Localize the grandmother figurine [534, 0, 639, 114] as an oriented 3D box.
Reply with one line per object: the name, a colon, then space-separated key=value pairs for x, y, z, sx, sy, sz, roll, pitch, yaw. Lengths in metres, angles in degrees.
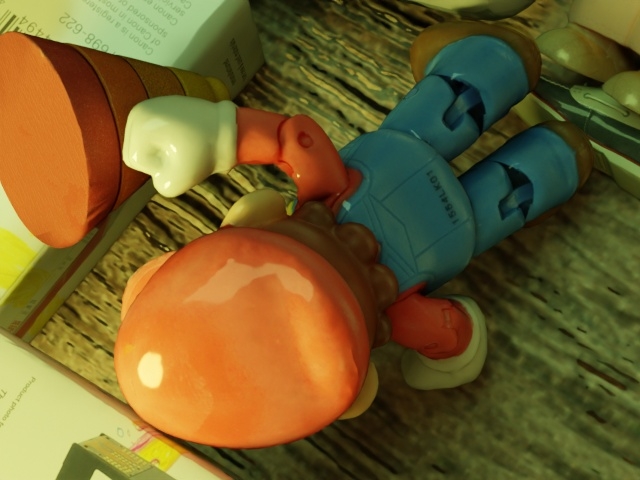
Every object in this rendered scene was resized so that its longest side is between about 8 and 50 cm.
grandmother figurine: x=0.240 y=-0.240 z=1.042 sx=0.208 sy=0.104 sz=0.342 roll=37 pitch=108 yaw=32

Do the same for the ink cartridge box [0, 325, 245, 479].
ink cartridge box: x=-0.086 y=0.170 z=0.998 sx=0.278 sy=0.201 sz=0.117 roll=29 pitch=82 yaw=29

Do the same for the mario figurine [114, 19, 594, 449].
mario figurine: x=0.000 y=0.000 z=1.007 sx=0.198 sy=0.170 sz=0.320 roll=38 pitch=48 yaw=18

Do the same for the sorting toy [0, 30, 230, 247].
sorting toy: x=-0.152 y=-0.179 z=1.047 sx=0.126 sy=0.127 sz=0.365 roll=-15 pitch=77 yaw=-30

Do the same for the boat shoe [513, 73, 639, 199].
boat shoe: x=0.166 y=-0.068 z=1.093 sx=0.137 sy=0.049 sz=0.043 roll=36 pitch=80 yaw=28

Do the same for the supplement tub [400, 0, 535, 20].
supplement tub: x=0.000 y=-0.260 z=1.159 sx=0.316 sy=0.193 sz=0.193 roll=17 pitch=75 yaw=27

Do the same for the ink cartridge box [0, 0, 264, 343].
ink cartridge box: x=-0.263 y=-0.069 z=1.150 sx=0.279 sy=0.160 sz=0.385 roll=39 pitch=85 yaw=7
